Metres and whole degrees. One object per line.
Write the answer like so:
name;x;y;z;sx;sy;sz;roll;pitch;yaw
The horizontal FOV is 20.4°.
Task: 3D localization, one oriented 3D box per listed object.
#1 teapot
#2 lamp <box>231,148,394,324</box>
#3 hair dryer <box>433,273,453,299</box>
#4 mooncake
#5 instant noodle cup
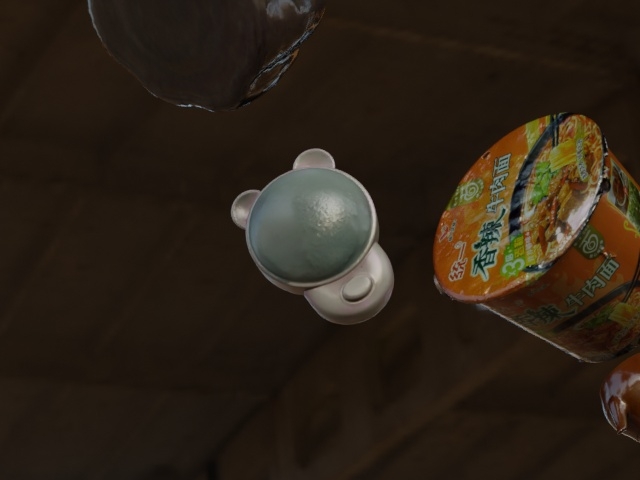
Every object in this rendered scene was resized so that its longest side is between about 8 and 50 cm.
teapot;0.407;0.200;2.155;0.173;0.116;0.116;-8;-20;-37
lamp;0.000;0.000;2.385;0.179;0.246;0.108;-35;-19;-1
hair dryer;0.319;0.067;2.726;0.220;0.053;0.195;40;-61;-20
mooncake;-0.139;-0.307;2.114;0.154;0.306;0.306;-35;-2;-43
instant noodle cup;0.259;0.011;1.850;0.230;0.230;0.182;-27;-53;37
